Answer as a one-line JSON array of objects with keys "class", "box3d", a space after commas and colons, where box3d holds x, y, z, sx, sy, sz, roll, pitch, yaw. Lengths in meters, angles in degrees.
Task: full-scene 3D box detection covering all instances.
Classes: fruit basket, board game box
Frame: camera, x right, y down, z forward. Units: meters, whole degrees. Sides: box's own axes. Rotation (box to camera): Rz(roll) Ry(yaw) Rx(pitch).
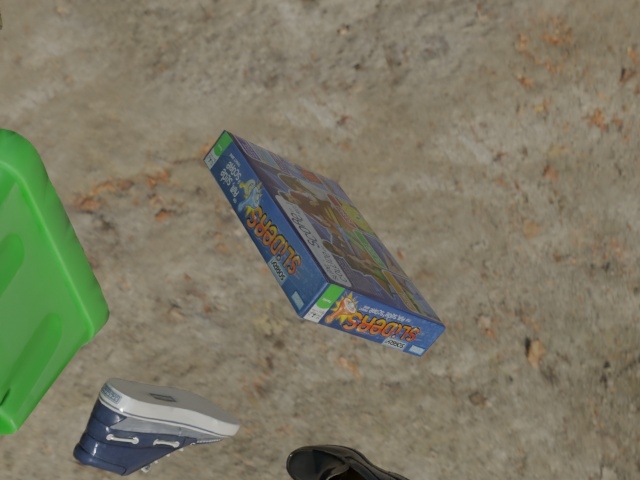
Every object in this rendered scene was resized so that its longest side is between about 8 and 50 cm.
[{"class": "fruit basket", "box3d": [-0.398, -0.015, 0.955, 0.392, 0.283, 0.392, -8, 40, 7]}, {"class": "board game box", "box3d": [0.000, 0.000, 0.816, 0.035, 0.136, 0.201, -51, 43, 17]}]

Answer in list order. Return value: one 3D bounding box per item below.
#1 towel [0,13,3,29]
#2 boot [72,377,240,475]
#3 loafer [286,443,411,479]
[{"class": "towel", "box3d": [-0.259, -0.210, 0.816, 0.009, 0.060, 0.083, 0, 91, -10]}, {"class": "boot", "box3d": [-0.171, 0.202, 1.079, 0.069, 0.190, 0.086, 33, 96, 43]}, {"class": "loafer", "box3d": [0.024, 0.245, 1.054, 0.170, 0.061, 0.062, 7, 83, 41]}]
